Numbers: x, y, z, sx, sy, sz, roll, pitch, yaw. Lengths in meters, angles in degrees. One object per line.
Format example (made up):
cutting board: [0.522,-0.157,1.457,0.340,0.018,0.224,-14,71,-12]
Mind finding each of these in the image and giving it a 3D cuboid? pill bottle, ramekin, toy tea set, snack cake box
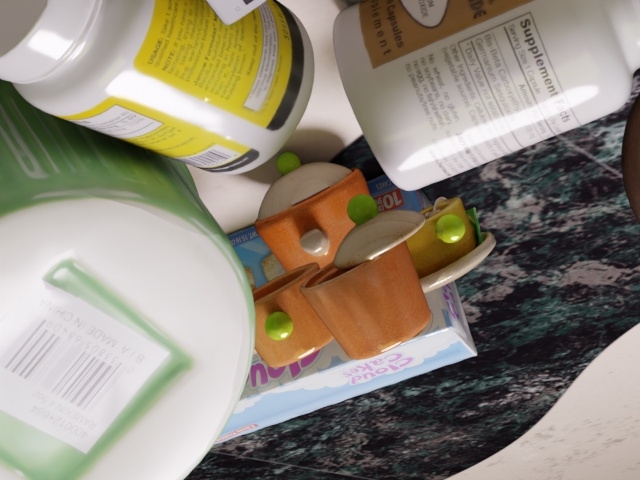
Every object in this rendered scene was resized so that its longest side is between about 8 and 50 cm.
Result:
pill bottle: [-0.110,-0.119,0.840,0.119,0.119,0.208,-29,152,29]
pill bottle: [0.135,-0.131,0.929,0.229,0.131,0.131,-21,154,15]
ramekin: [-0.190,0.055,0.924,0.303,0.148,0.303,-15,123,-23]
toy tea set: [0.000,0.000,1.027,0.200,0.124,0.336,-31,-172,-26]
snack cake box: [-0.017,0.063,1.233,0.264,0.152,0.089,-21,154,14]

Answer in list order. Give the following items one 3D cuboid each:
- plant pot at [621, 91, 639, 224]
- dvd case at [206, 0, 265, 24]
plant pot: [0.299,-0.058,0.993,0.215,0.215,0.230,-25,173,22]
dvd case: [0.013,-0.224,0.716,0.239,0.029,0.179,-35,153,3]
